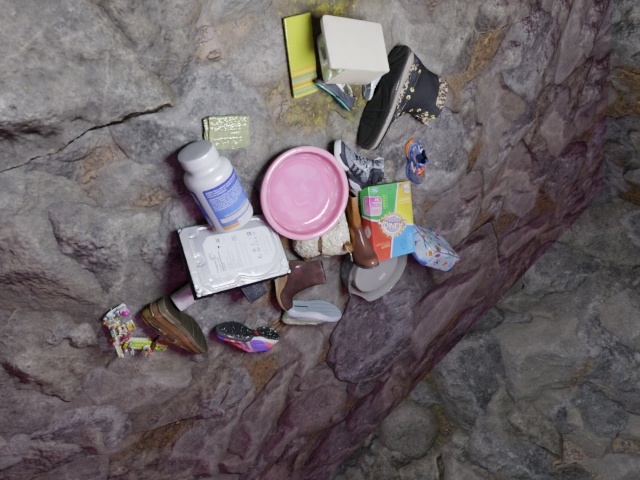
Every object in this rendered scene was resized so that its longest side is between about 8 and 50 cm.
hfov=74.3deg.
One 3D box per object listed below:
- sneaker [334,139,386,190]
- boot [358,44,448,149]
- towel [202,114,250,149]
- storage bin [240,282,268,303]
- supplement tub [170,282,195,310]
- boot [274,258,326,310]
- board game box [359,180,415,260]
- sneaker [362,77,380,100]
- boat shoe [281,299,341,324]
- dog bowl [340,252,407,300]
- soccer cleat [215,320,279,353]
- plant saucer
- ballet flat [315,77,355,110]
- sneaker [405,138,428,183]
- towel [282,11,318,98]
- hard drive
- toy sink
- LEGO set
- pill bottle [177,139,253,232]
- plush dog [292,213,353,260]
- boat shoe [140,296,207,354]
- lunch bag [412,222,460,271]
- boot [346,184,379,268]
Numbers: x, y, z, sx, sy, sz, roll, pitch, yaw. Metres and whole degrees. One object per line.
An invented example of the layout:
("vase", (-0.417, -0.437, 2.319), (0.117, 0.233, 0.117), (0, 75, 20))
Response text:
("sneaker", (0.157, -0.293, 1.584), (0.153, 0.101, 0.268), (-10, 147, 23))
("boot", (0.319, -0.497, 1.596), (0.284, 0.138, 0.378), (8, 107, -41))
("towel", (-0.288, -0.335, 1.307), (0.148, 0.027, 0.110), (-15, 126, -29))
("storage bin", (-0.280, 0.133, 1.567), (0.084, 0.122, 0.180), (-35, 135, -14))
("supplement tub", (-0.467, 0.192, 1.500), (0.107, 0.071, 0.071), (-35, 135, -12))
("boot", (-0.078, 0.186, 1.723), (0.206, 0.090, 0.249), (-4, 122, 8))
("board game box", (0.291, -0.086, 1.815), (0.242, 0.064, 0.317), (-13, 101, -32))
("sneaker", (0.189, -0.574, 1.496), (0.061, 0.053, 0.152), (-13, 126, -34))
("boat shoe", (-0.042, 0.333, 1.923), (0.302, 0.109, 0.094), (13, 126, -33))
("dog bowl", (0.244, 0.119, 1.982), (0.348, 0.102, 0.349), (-20, 130, -26))
("soccer cleat", (-0.312, 0.415, 1.754), (0.318, 0.108, 0.116), (20, 110, -47))
("plant saucer", (-0.062, -0.169, 1.506), (0.332, 0.084, 0.332), (-7, 107, -24))
("ballet flat", (0.057, -0.511, 1.423), (0.203, 0.074, 0.074), (19, 106, -53))
("sneaker", (0.421, -0.328, 1.821), (0.083, 0.087, 0.221), (-35, 135, -12))
("towel", (-0.061, -0.576, 1.326), (0.102, 0.021, 0.237), (-29, 132, -27))
("hard drive", (-0.290, 0.046, 1.433), (0.338, 0.237, 0.064), (-12, 166, -30))
("toy sink", (0.076, -0.581, 1.312), (0.234, 0.131, 0.153), (-13, 93, -34))
("LEGO set", (-0.638, 0.349, 1.448), (0.132, 0.107, 0.287), (-37, 135, -12))
("pill bottle", (-0.325, -0.166, 1.305), (0.152, 0.152, 0.272), (-33, 134, -15))
("plush dog", (0.000, 0.000, 1.669), (0.225, 0.211, 0.263), (-10, 128, -4))
("boat shoe", (-0.524, 0.322, 1.532), (0.104, 0.111, 0.307), (-26, 127, 1))
("lunch bag", (0.526, 0.028, 2.048), (0.303, 0.243, 0.115), (18, 120, -42))
("boot", (0.156, -0.055, 1.666), (0.096, 0.264, 0.281), (-11, 124, -5))
